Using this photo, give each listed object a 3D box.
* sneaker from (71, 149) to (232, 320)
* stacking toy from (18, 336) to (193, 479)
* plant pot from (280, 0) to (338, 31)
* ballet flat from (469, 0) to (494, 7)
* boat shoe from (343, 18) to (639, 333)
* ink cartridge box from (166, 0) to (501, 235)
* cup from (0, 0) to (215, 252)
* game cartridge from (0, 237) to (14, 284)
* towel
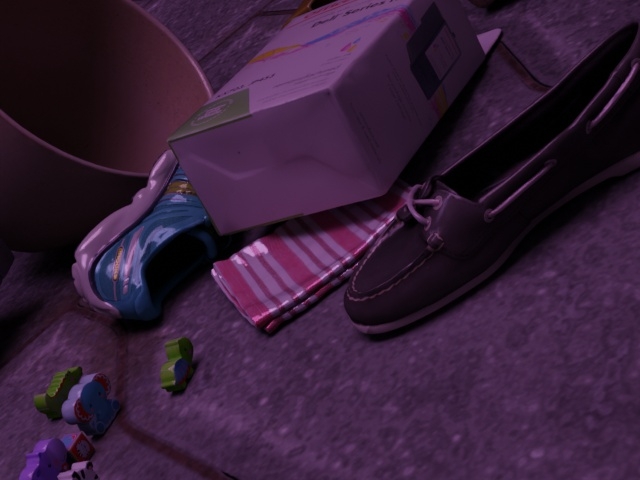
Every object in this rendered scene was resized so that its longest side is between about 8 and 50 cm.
[{"bbox_3d":[-0.128,-0.019,1.307,0.110,0.107,0.275,18,57,35],"label":"sneaker"},{"bbox_3d":[-0.216,0.166,1.094,0.167,0.052,0.221,-14,30,34],"label":"stacking toy"},{"bbox_3d":[-0.002,-0.266,1.599,0.083,0.081,0.081,-23,25,44],"label":"plant pot"},{"bbox_3d":[0.154,-0.351,1.548,0.106,0.107,0.316,-45,24,6],"label":"ballet flat"},{"bbox_3d":[0.145,-0.055,1.022,0.335,0.095,0.112,-34,25,-3],"label":"boat shoe"},{"bbox_3d":[0.028,-0.162,1.293,0.207,0.119,0.353,-14,25,35],"label":"ink cartridge box"},{"bbox_3d":[-0.317,-0.123,1.483,0.237,0.331,0.331,-49,13,35],"label":"cup"},{"bbox_3d":[-0.519,0.108,1.409,0.355,0.068,0.230,-14,42,28],"label":"game cartridge"},{"bbox_3d":[0.000,0.000,1.170,0.197,0.029,0.144,-36,26,-7],"label":"towel"}]
